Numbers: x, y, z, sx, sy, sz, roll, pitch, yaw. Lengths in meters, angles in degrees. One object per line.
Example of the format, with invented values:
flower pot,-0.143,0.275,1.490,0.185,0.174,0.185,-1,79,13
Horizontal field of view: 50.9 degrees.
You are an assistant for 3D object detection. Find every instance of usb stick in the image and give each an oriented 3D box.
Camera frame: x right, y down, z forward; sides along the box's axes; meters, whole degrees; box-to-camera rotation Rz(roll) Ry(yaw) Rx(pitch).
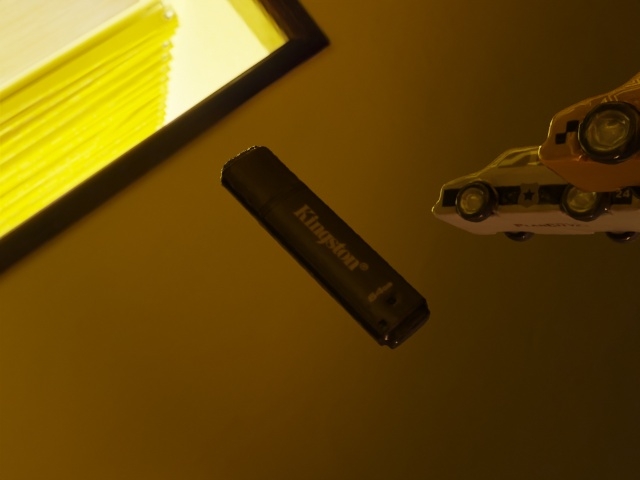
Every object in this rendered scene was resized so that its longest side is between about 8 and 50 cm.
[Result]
usb stick,0.000,0.000,0.723,0.278,0.077,0.045,45,-37,18

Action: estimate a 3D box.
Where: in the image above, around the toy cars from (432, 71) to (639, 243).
toy cars,0.213,-0.062,0.479,0.176,0.087,0.394,9,-8,-7
